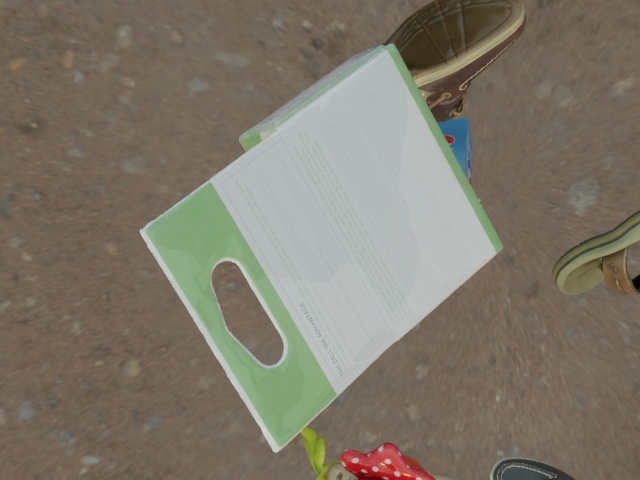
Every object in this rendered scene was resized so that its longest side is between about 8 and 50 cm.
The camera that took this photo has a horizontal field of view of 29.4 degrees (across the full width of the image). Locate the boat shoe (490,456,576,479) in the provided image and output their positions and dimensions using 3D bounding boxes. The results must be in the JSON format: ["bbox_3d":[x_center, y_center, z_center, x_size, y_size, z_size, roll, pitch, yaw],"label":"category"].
[{"bbox_3d":[0.345,0.369,1.696,0.228,0.068,0.081,27,84,4],"label":"boat shoe"}]

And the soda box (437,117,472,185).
[{"bbox_3d":[0.176,-0.094,1.732,0.071,0.210,0.067,-5,124,12],"label":"soda box"}]

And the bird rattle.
[{"bbox_3d":[0.076,0.297,1.537,0.207,0.253,0.143,11,70,-33],"label":"bird rattle"}]

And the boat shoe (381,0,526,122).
[{"bbox_3d":[0.147,-0.224,1.687,0.342,0.123,0.123,-32,48,23],"label":"boat shoe"}]

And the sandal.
[{"bbox_3d":[0.379,0.020,1.467,0.120,0.303,0.086,-21,80,-24],"label":"sandal"}]

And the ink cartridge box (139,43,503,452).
[{"bbox_3d":[0.000,0.000,0.804,0.235,0.056,0.171,-38,108,-28],"label":"ink cartridge box"}]
